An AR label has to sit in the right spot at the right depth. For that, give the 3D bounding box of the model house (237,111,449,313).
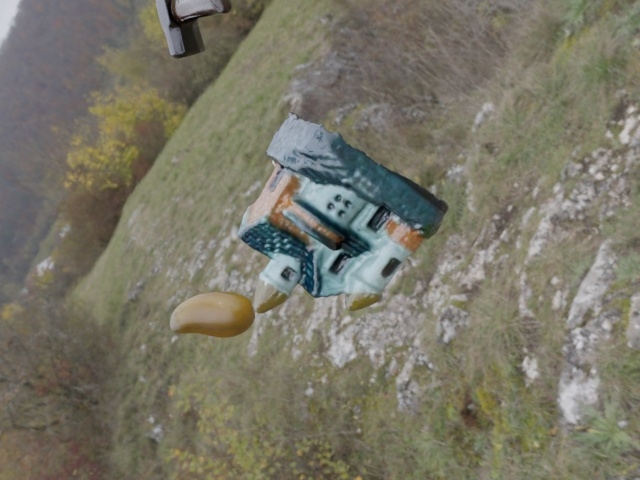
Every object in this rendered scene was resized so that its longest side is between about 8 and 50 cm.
[{"bbox_3d":[0.000,0.000,0.937,0.291,0.253,0.184,-56,26,5],"label":"model house"}]

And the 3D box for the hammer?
[{"bbox_3d":[-0.311,-0.569,1.544,0.409,0.095,0.242,27,134,60],"label":"hammer"}]

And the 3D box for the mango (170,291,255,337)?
[{"bbox_3d":[-0.236,0.164,1.404,0.085,0.184,0.102,114,152,-75],"label":"mango"}]

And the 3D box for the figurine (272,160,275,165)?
[{"bbox_3d":[-0.037,-0.134,1.046,0.098,0.081,0.146,127,152,-78],"label":"figurine"}]
